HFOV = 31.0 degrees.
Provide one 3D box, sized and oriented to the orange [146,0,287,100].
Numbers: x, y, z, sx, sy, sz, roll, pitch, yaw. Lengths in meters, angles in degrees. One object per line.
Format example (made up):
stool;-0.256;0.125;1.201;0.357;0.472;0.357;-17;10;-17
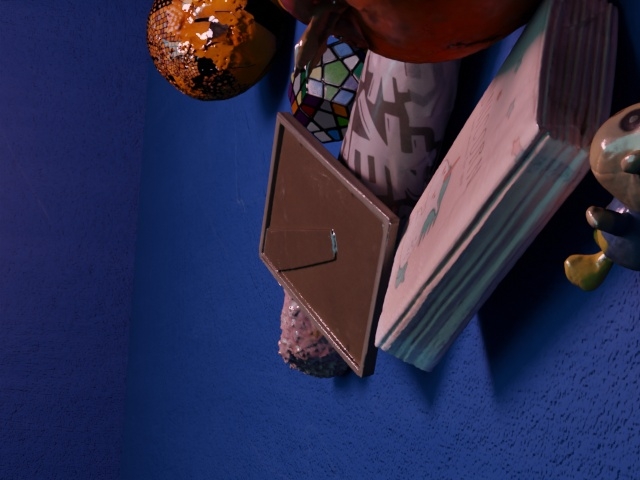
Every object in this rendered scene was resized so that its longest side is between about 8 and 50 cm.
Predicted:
orange;-0.167;-0.338;1.840;0.182;0.234;0.235;10;-97;-65

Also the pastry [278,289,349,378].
pastry;0.005;0.058;1.367;0.112;0.102;0.265;-76;-8;-68

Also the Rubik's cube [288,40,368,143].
Rubik's cube;0.025;-0.177;1.355;0.133;0.133;0.112;-155;47;-72

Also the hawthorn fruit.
hawthorn fruit;0.069;-0.252;0.920;0.307;0.276;0.276;-52;9;-17

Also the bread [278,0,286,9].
bread;-0.036;-0.389;1.717;0.103;0.049;0.062;114;154;-51

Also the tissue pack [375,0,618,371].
tissue pack;0.140;-0.040;0.952;0.325;0.071;0.170;118;172;-51

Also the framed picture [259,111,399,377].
framed picture;0.000;0.000;1.212;0.260;0.023;0.189;47;137;50

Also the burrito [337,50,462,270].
burrito;0.074;-0.105;1.195;0.139;0.101;0.446;-111;31;-59

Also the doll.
doll;0.213;-0.038;0.762;0.089;0.102;0.179;43;139;11
